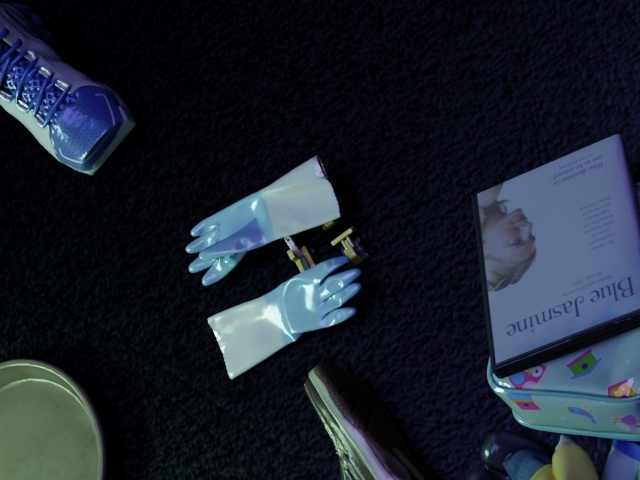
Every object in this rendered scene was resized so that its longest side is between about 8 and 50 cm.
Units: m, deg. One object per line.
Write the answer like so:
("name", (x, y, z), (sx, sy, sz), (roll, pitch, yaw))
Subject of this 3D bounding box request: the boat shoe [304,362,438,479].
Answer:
("boat shoe", (0.050, 0.258, 1.899), (0.095, 0.095, 0.257), (-47, 63, 19))

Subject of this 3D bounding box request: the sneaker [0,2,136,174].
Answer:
("sneaker", (-0.401, -0.217, 2.177), (0.315, 0.182, 0.127), (45, 104, 27))

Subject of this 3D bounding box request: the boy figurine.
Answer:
("boy figurine", (0.222, 0.289, 1.705), (0.092, 0.285, 0.177), (27, 96, -10))

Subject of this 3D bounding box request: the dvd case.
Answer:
("dvd case", (0.248, 0.013, 1.734), (0.180, 0.022, 0.253), (-23, 43, 22))

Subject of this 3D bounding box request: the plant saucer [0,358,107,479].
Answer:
("plant saucer", (-0.383, 0.292, 2.151), (0.278, 0.041, 0.278), (-6, 77, 27))

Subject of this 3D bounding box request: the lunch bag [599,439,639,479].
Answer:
("lunch bag", (0.386, 0.393, 1.622), (0.385, 0.239, 0.328), (21, 91, 45))

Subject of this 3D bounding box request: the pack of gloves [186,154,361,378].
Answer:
("pack of gloves", (-0.066, 0.035, 1.997), (0.232, 0.046, 0.195), (-29, 74, 30))

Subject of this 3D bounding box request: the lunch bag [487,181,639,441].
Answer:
("lunch bag", (0.300, 0.068, 1.746), (0.224, 0.108, 0.279), (-2, 54, 39))

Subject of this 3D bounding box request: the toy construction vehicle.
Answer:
("toy construction vehicle", (0.000, 0.000, 2.006), (0.086, 0.035, 0.098), (-34, 67, 18))
